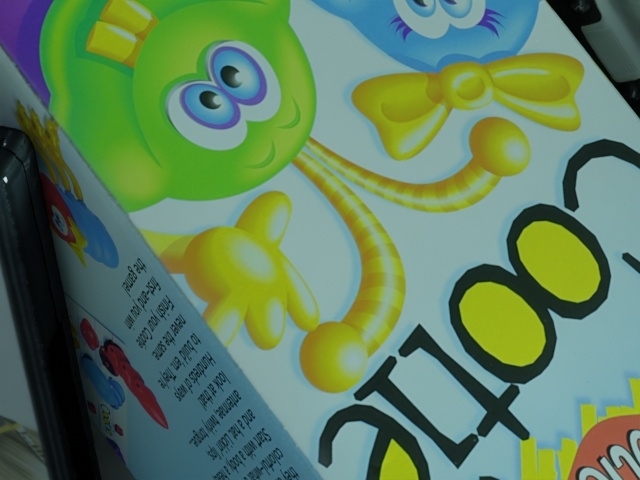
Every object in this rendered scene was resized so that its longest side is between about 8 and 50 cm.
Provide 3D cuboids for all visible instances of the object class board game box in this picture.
[{"bbox_3d":[0.000,0.000,0.529,0.142,0.144,0.275,-34,83,-23],"label":"board game box"}]

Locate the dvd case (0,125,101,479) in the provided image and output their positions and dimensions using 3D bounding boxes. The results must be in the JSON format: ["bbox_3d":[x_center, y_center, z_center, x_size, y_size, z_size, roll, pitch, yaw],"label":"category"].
[{"bbox_3d":[-0.156,0.049,0.553,0.180,0.253,0.022,10,48,12],"label":"dvd case"}]

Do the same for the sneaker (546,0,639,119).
[{"bbox_3d":[0.122,-0.099,0.590,0.234,0.078,0.106,-15,39,28],"label":"sneaker"}]
